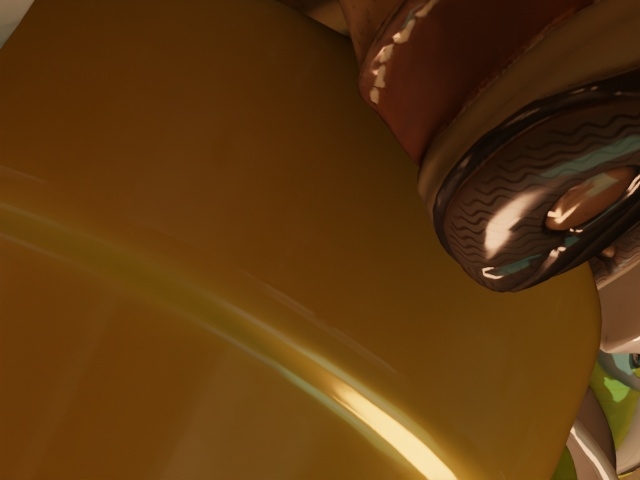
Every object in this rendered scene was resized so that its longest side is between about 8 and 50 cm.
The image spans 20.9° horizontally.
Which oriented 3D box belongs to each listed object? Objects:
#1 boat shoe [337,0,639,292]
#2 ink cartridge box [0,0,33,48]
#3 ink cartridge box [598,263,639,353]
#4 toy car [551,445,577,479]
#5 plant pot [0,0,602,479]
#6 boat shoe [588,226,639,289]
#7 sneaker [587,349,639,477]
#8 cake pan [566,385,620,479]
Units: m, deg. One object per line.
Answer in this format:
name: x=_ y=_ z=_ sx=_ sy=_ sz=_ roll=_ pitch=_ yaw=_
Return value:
boat shoe: x=0.112 y=-0.091 z=0.480 sx=0.122 sy=0.120 sz=0.324 roll=-44 pitch=167 yaw=35
ink cartridge box: x=-0.122 y=-0.085 z=0.350 sx=0.122 sy=0.089 sz=0.052 roll=-5 pitch=162 yaw=-27
ink cartridge box: x=0.297 y=-0.028 z=0.834 sx=0.353 sy=0.119 sz=0.207 roll=4 pitch=156 yaw=-46
toy car: x=0.017 y=0.112 z=0.760 sx=0.182 sy=0.159 sz=0.136 roll=-9 pitch=159 yaw=33
plant pot: x=-0.075 y=0.082 z=0.506 sx=0.254 sy=0.239 sz=0.254 roll=22 pitch=157 yaw=10
boat shoe: x=0.000 y=0.000 z=0.716 sx=0.324 sy=0.123 sz=0.116 roll=-15 pitch=176 yaw=24
sneaker: x=0.080 y=0.093 z=1.025 sx=0.147 sy=0.145 sz=0.385 roll=-8 pitch=161 yaw=-20
cake pan: x=0.029 y=0.117 z=0.939 sx=0.293 sy=0.054 sz=0.293 roll=14 pitch=136 yaw=13
